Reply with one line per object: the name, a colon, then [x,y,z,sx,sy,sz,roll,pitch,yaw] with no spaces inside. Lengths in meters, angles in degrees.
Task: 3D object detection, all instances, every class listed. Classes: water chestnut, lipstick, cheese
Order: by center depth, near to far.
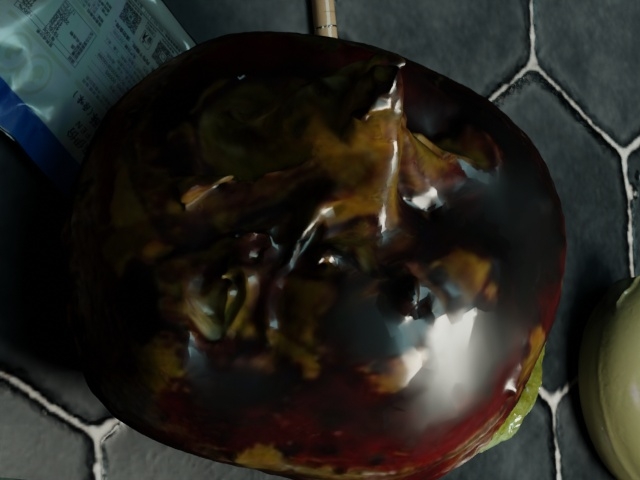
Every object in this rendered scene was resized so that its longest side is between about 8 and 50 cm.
water chestnut: [0.000,0.000,1.277,0.335,0.347,0.335,4,68,-9]
lipstick: [0.004,-0.164,1.537,0.019,0.019,0.094,-4,88,-45]
cheese: [0.298,0.126,1.743,0.175,0.091,0.202,-47,117,-39]

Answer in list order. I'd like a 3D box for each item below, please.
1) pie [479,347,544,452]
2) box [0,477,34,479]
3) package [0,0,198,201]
pie: [0.089,0.035,1.556,0.277,0.078,0.277,7,80,-46]
box: [-0.177,0.222,1.148,0.069,0.256,0.164,54,40,-74]
package: [-0.168,-0.126,1.358,0.171,0.027,0.173,51,55,-32]
